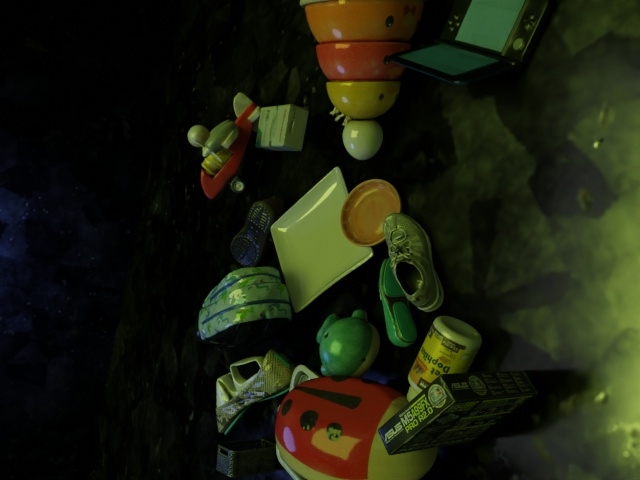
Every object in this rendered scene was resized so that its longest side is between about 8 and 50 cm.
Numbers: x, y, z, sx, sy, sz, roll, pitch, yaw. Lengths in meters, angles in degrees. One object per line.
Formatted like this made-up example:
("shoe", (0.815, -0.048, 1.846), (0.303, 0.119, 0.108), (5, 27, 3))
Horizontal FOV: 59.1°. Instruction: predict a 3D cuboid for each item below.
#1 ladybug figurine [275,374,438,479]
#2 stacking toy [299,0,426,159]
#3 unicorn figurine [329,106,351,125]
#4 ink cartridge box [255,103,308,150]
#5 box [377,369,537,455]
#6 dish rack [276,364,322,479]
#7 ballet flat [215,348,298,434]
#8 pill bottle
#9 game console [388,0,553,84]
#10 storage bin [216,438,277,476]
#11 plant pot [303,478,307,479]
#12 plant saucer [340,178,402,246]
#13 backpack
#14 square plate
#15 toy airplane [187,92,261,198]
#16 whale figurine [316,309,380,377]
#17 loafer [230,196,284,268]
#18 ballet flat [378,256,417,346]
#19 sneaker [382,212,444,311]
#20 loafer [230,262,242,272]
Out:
("ladybug figurine", (0.064, 0.450, 1.390), (0.450, 0.305, 0.161), (1, 119, 34))
("stacking toy", (0.127, -0.468, 1.594), (0.351, 0.351, 0.479), (23, 121, 53))
("unicorn figurine", (0.071, -0.441, 1.802), (0.162, 0.060, 0.111), (48, 122, 28))
("ink cartridge box", (-0.142, -0.406, 2.051), (0.208, 0.087, 0.152), (15, 95, 55))
("box", (0.284, 0.352, 1.165), (0.216, 0.270, 0.060), (-54, 45, 33))
("dish rack", (-0.012, 0.570, 1.693), (0.286, 0.073, 0.332), (25, 103, 52))
("ballet flat", (-0.255, 0.503, 1.944), (0.182, 0.164, 0.483), (47, 128, 1))
("pill bottle", (0.280, 0.292, 1.311), (0.117, 0.117, 0.214), (41, 116, 49))
("game console", (0.343, -0.498, 1.337), (0.293, 0.174, 0.250), (42, 117, 48))
("storage bin", (-0.245, 0.724, 1.885), (0.122, 0.180, 0.084), (-6, 77, 53))
("plant pot", (0.087, 0.662, 1.415), (0.166, 0.166, 0.234), (4, 116, 35))
("plant saucer", (0.146, -0.075, 1.598), (0.200, 0.037, 0.199), (-14, 66, 35))
("backpack", (-0.234, 0.225, 1.821), (0.356, 0.291, 0.273), (164, 107, -68))
("square plate", (0.000, 0.000, 1.771), (0.344, 0.049, 0.347), (-40, 52, 30))
("toy airplane", (-0.377, -0.400, 2.210), (0.386, 0.273, 0.384), (127, 157, -53))
("whale figurine", (0.049, 0.279, 1.596), (0.216, 0.141, 0.272), (-58, 26, -1))
("loafer", (-0.216, -0.023, 2.073), (0.134, 0.130, 0.366), (46, 137, 8))
("ballet flat", (0.192, 0.165, 1.493), (0.087, 0.083, 0.247), (130, 137, -56))
("sneaker", (0.224, 0.040, 1.424), (0.105, 0.115, 0.281), (-36, 58, 24))
("loafer", (-0.272, 0.160, 2.127), (0.223, 0.078, 0.076), (48, 151, 41))
